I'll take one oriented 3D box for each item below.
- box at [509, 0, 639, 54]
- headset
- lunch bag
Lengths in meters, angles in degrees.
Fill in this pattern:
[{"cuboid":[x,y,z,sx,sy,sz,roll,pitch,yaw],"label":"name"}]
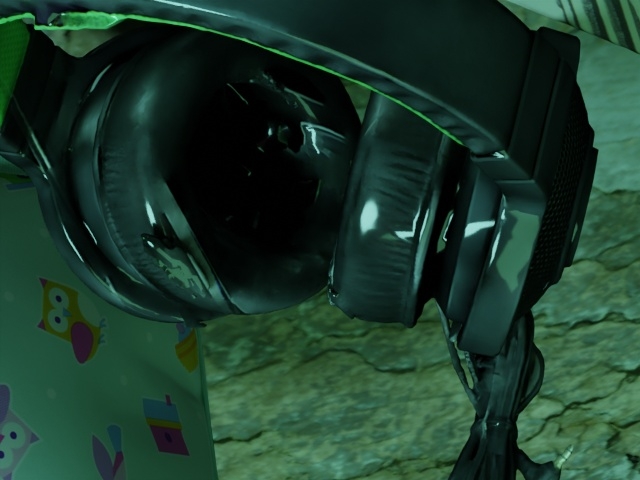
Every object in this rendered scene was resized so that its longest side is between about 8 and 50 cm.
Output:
[{"cuboid":[0.190,-0.124,0.791,0.275,0.113,0.094,17,136,-33],"label":"box"},{"cuboid":[0.000,0.000,0.776,0.243,0.185,0.394,4,161,32],"label":"headset"},{"cuboid":[-0.165,0.080,0.861,0.262,0.223,0.160,10,145,-31],"label":"lunch bag"}]
